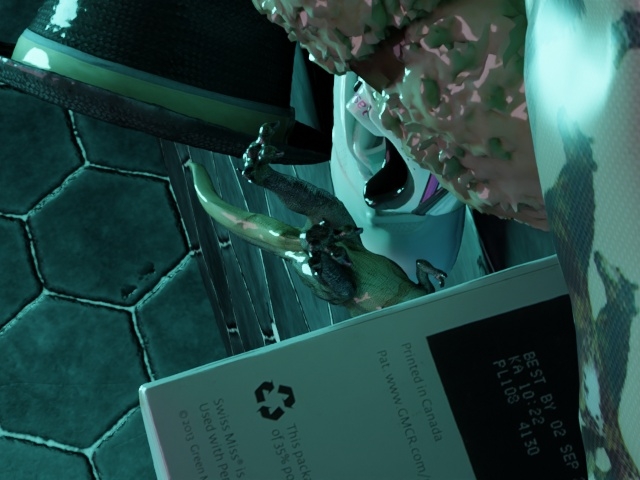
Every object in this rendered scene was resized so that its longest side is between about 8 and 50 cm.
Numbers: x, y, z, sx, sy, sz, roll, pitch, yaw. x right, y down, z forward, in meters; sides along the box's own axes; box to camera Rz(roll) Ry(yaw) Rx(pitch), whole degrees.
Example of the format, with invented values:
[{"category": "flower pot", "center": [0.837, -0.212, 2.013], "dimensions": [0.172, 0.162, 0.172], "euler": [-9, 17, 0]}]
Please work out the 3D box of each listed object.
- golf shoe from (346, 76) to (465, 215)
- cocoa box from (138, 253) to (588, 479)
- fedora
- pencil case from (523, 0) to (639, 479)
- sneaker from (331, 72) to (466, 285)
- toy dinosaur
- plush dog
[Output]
[{"category": "golf shoe", "center": [0.057, -0.083, 0.929], "dimensions": [0.067, 0.086, 0.186], "euler": [-113, 13, -46]}, {"category": "cocoa box", "center": [0.071, 0.224, 0.879], "dimensions": [0.228, 0.231, 0.347], "euler": [92, 161, -69]}, {"category": "fedora", "center": [-0.114, -0.167, 1.410], "dimensions": [0.334, 0.334, 0.152], "euler": [-139, 65, -74]}, {"category": "pencil case", "center": [0.105, -0.071, 0.413], "dimensions": [0.183, 0.160, 0.410], "euler": [-139, 35, -79]}, {"category": "sneaker", "center": [0.038, -0.052, 1.041], "dimensions": [0.094, 0.080, 0.212], "euler": [-78, -18, -60]}, {"category": "toy dinosaur", "center": [0.000, 0.000, 1.033], "dimensions": [0.268, 0.064, 0.118], "euler": [32, 166, 28]}, {"category": "plush dog", "center": [0.051, -0.102, 0.695], "dimensions": [0.225, 0.210, 0.262], "euler": [51, 169, 2]}]
